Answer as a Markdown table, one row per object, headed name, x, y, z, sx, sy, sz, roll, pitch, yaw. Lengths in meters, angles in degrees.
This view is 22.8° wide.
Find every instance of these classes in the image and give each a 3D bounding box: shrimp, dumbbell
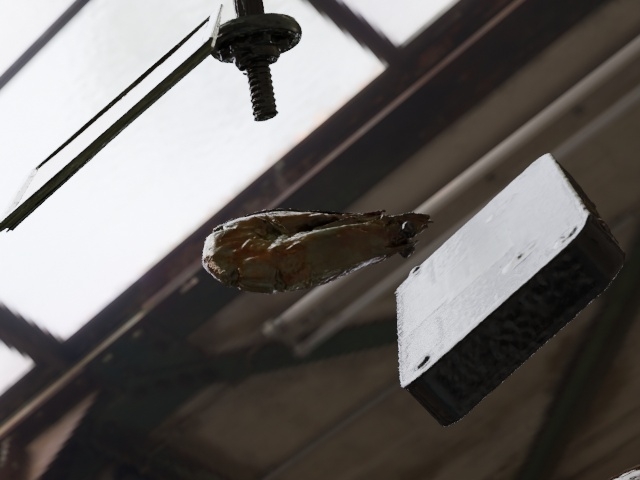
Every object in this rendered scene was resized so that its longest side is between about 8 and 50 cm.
| name | x | y | z | sx | sy | sz | roll | pitch | yaw |
| --- | --- | --- | --- | --- | --- | --- | --- | --- | --- |
| shrimp | 0.000 | -0.001 | 1.898 | 0.294 | 0.062 | 0.154 | -8 | -144 | -21 |
| dumbbell | -0.064 | -0.222 | 1.336 | 0.081 | 0.081 | 0.254 | 8 | -112 | -52 |

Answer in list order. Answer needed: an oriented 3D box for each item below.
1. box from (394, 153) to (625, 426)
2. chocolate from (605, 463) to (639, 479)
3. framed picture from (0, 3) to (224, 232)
| name | x | y | z | sx | sy | sz | roll | pitch | yaw |
| --- | --- | --- | --- | --- | --- | --- | --- | --- | --- |
| box | 0.160 | 0.031 | 1.422 | 0.058 | 0.211 | 0.350 | 45 | -171 | -7 |
| chocolate | 0.180 | 0.192 | 0.847 | 0.177 | 0.177 | 0.177 | 36 | -149 | -27 |
| framed picture | -0.131 | -0.080 | 1.018 | 0.011 | 0.183 | 0.142 | 48 | -170 | -13 |
